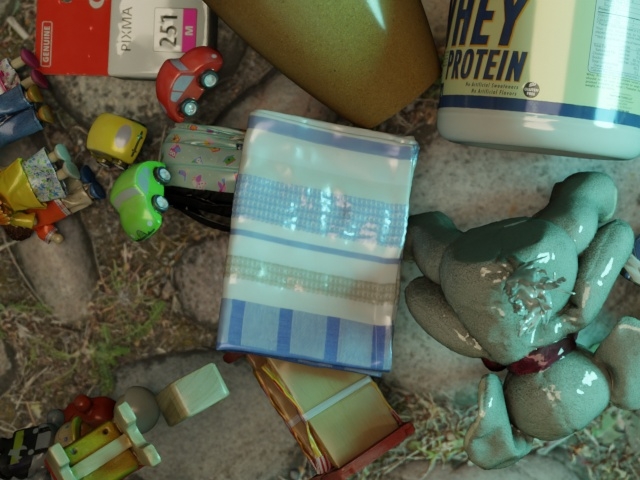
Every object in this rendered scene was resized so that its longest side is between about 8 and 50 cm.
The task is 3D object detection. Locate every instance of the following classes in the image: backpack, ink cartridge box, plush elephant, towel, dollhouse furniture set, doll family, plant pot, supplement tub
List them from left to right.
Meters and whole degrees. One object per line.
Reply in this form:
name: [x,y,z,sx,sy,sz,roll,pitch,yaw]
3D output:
doll family: [-0.399,-0.108,1.654,0.163,0.118,0.263,-27,88,12]
ink cartridge box: [-0.245,-0.337,1.656,0.239,0.060,0.275,3,92,8]
dollhouse furniture set: [-0.105,0.234,1.528,0.374,0.152,0.201,-30,86,-20]
backpack: [-0.107,-0.077,1.612,0.182,0.152,0.115,9,75,12]
towel: [0.000,0.000,1.507,0.209,0.034,0.285,11,77,-13]
plant pot: [0.022,-0.263,1.547,0.237,0.237,0.254,-37,100,8]
plush elephant: [0.244,0.104,1.502,0.272,0.330,0.255,-16,110,6]
supplement tub: [0.261,-0.260,1.490,0.235,0.235,0.324,6,93,9]

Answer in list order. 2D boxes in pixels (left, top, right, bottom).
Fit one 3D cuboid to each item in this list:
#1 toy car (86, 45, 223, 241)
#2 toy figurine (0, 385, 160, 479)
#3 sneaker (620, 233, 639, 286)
toy car: [-0.209,-0.103,1.561,0.239,0.053,0.225,-32,43,35]
toy figurine: [-0.267,0.291,1.603,0.148,0.209,0.213,-15,90,21]
sneaker: [0.453,0.052,1.549,0.211,0.080,0.081,28,98,6]
